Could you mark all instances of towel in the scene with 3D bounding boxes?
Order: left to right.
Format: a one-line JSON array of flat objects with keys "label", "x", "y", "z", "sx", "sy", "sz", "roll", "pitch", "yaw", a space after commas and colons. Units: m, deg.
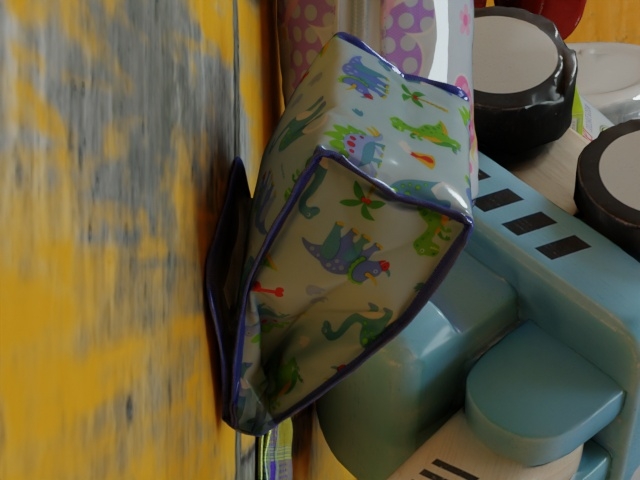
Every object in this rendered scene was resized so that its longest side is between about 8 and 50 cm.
[{"label": "towel", "x": -0.024, "y": 0.120, "z": 0.970, "sx": 0.083, "sy": 0.009, "sz": 0.060, "roll": 55, "pitch": 35, "yaw": -79}]

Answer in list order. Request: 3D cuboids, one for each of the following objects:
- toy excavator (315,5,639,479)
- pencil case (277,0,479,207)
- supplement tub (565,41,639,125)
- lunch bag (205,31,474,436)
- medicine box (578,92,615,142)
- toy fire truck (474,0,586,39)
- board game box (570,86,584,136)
[{"label": "toy excavator", "x": 0.091, "y": 0.118, "z": 1.107, "sx": 0.445, "sy": 0.433, "sz": 0.222, "roll": -34, "pitch": 146, "yaw": -27}, {"label": "pencil case", "x": 0.027, "y": -0.144, "z": 0.993, "sx": 0.124, "sy": 0.113, "sz": 0.273, "roll": -25, "pitch": 117, "yaw": -62}, {"label": "supplement tub", "x": 0.279, "y": -0.021, "z": 1.887, "sx": 0.207, "sy": 0.207, "sz": 0.338, "roll": -78, "pitch": 162, "yaw": -63}, {"label": "lunch bag", "x": 0.000, "y": 0.000, "z": 0.831, "sx": 0.151, "sy": 0.096, "sz": 0.129, "roll": -60, "pitch": -170, "yaw": 30}, {"label": "medicine box", "x": 0.191, "y": -0.034, "z": 1.629, "sx": 0.289, "sy": 0.149, "sz": 0.263, "roll": 41, "pitch": 23, "yaw": -12}, {"label": "toy fire truck", "x": 0.069, "y": -0.257, "z": 1.329, "sx": 0.254, "sy": 0.169, "sz": 0.302, "roll": -173, "pitch": -98, "yaw": -72}, {"label": "board game box", "x": 0.105, "y": -0.066, "z": 1.364, "sx": 0.092, "sy": 0.181, "sz": 0.043, "roll": 83, "pitch": 0, "yaw": -47}]
